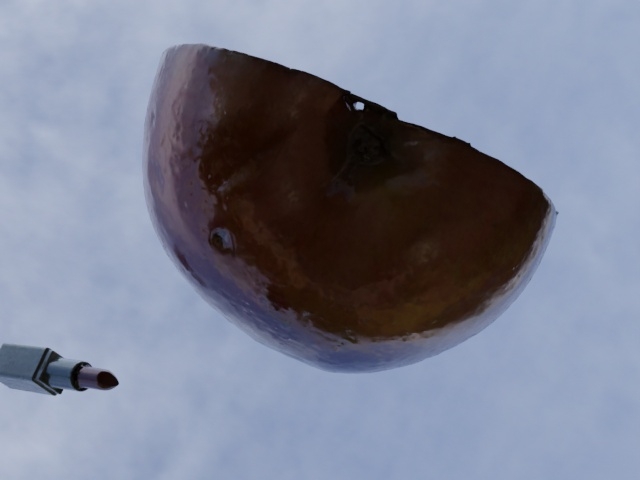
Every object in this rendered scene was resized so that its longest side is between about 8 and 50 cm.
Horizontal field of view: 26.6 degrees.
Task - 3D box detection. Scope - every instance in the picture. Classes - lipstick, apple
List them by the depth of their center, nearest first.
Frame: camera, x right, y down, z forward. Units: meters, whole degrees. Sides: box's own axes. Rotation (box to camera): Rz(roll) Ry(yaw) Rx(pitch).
[{"bbox_3d":[0.000,0.000,0.923,0.293,0.251,0.163,21,-97,2],"label":"apple"},{"bbox_3d":[-0.202,0.103,1.050,0.030,0.129,0.030,45,-123,-42],"label":"lipstick"}]
